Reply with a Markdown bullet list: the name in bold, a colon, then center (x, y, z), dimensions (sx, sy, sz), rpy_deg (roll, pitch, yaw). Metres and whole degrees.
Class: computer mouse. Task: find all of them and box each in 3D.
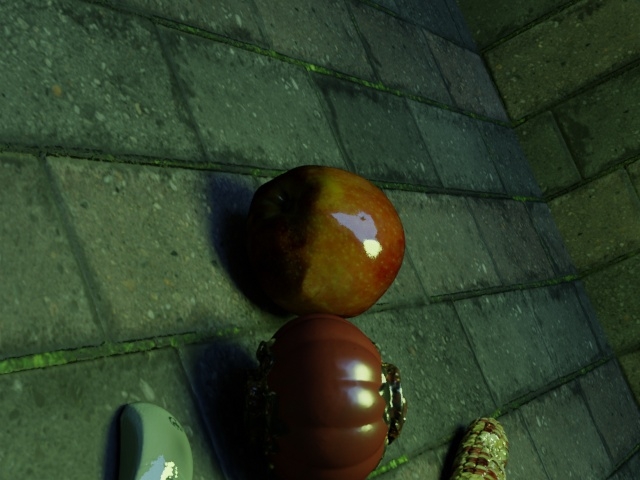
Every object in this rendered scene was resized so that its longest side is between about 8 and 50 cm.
- **computer mouse**: center (-0.174, 0.246, 1.164), dimensions (0.089, 0.056, 0.181), rpy_deg (39, 34, -35)

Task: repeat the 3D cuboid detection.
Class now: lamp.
- **lamp**: center (0.008, 0.204, 1.373), dimensions (0.227, 0.227, 0.227), rpy_deg (45, 30, -35)

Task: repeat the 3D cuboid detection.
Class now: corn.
- **corn**: center (0.273, 0.388, 1.861), dimensions (0.098, 0.098, 0.290), rpy_deg (59, 24, -10)

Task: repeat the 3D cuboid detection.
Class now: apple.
- **apple**: center (0.000, 0.000, 1.564), dimensions (0.230, 0.230, 0.230), rpy_deg (45, 30, -35)
